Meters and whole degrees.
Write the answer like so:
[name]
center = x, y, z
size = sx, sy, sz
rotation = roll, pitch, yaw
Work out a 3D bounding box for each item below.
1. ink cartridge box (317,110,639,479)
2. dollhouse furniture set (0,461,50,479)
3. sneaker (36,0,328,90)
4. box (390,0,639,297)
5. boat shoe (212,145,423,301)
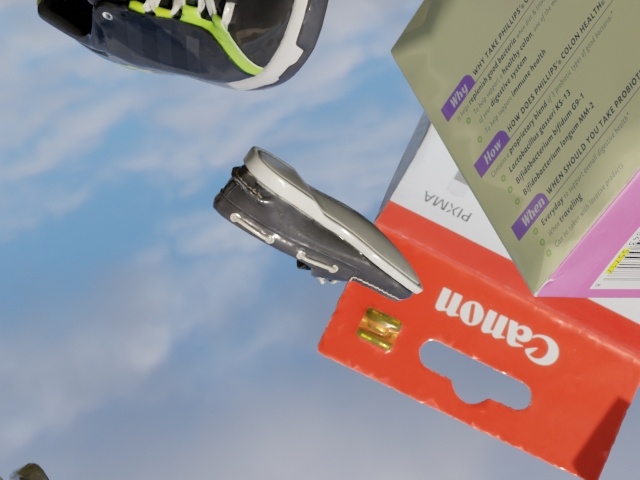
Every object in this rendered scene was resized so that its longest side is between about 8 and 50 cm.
[ink cartridge box]
center = 0.214, -0.006, 1.546
size = 0.308, 0.385, 0.091
rotation = 26, 175, -6
[dollhouse furniture set]
center = -0.167, 0.138, 0.630
size = 0.151, 0.301, 0.197
rotation = -34, -173, -10
[sneaker]
center = -0.091, -0.135, 0.972
size = 0.097, 0.084, 0.234
rotation = 14, 172, -38
[box]
center = 0.189, -0.119, 1.136
size = 0.117, 0.213, 0.243
rotation = 1, -133, -37
[boat shoe]
center = 0.000, 0.000, 0.841
size = 0.038, 0.125, 0.046
rotation = -47, -144, 13
